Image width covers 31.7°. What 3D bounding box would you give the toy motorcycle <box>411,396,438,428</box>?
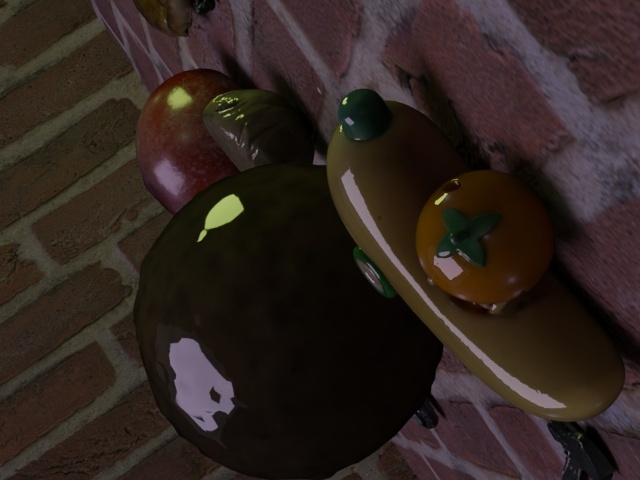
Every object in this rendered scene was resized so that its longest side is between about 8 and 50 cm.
[{"bbox_3d":[0.090,0.221,2.155,0.341,0.108,0.223,51,169,-20],"label":"toy motorcycle"}]

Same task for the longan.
[{"bbox_3d":[-0.039,0.097,1.395,0.391,0.391,0.391,54,173,10],"label":"longan"}]

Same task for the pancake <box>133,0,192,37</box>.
[{"bbox_3d":[-0.287,-0.461,1.718,0.356,0.065,0.356,54,169,16],"label":"pancake"}]

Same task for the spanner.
[{"bbox_3d":[0.300,0.267,1.316,0.093,0.026,0.325,51,173,25],"label":"spanner"}]

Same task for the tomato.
[{"bbox_3d":[-0.185,-0.143,1.837,0.270,0.227,0.270,51,173,9],"label":"tomato"}]

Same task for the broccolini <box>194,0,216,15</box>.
[{"bbox_3d":[-0.162,-0.346,1.529,0.030,0.035,0.140,51,171,8],"label":"broccolini"}]

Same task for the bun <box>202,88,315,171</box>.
[{"bbox_3d":[-0.076,-0.146,1.560,0.166,0.113,0.173,48,172,-2],"label":"bun"}]

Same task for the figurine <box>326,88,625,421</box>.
[{"bbox_3d":[0.127,0.010,0.929,0.324,0.124,0.222,49,168,21],"label":"figurine"}]
